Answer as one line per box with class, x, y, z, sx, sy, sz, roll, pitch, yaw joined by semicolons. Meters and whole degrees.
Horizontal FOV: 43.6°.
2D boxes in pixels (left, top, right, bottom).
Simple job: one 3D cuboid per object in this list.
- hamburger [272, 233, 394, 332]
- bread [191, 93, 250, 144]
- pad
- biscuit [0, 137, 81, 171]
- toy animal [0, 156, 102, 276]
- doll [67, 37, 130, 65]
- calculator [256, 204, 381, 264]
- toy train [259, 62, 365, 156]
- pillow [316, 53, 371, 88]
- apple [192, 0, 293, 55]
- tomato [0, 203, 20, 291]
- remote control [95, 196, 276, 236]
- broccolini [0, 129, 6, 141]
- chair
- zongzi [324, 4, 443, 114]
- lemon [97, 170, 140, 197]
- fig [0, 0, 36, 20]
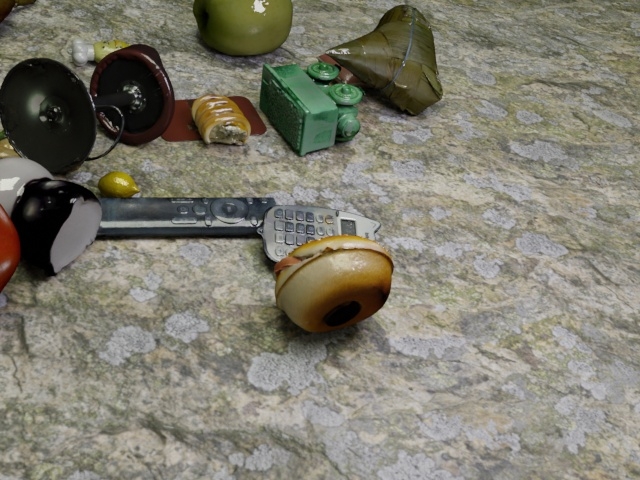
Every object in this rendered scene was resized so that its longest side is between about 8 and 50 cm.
hamburger;0.027;0.074;1.464;0.236;0.237;0.147;-7;60;-22
bread;-0.241;-0.289;1.910;0.119;0.084;0.177;-9;41;-25
pad;-0.279;-0.304;1.981;0.267;0.004;0.181;-9;45;-24
biscuit;-0.605;-0.178;1.707;0.183;0.061;0.118;2;40;-16
toy animal;-0.546;-0.058;1.501;0.235;0.165;0.187;21;37;13
doll;-0.571;-0.488;2.073;0.162;0.062;0.106;-6;39;-19
calculator;0.000;0.000;1.647;0.268;0.040;0.177;11;48;-14
toy train;-0.016;-0.340;1.985;0.201;0.145;0.266;-16;47;-25
pillow;0.102;-0.486;2.238;0.179;0.075;0.171;-11;48;-28
apple;-0.208;-0.638;2.223;0.279;0.279;0.279;7;40;-6
tomato;-0.649;0.010;1.327;0.298;0.299;0.226;11;-2;-3
remote control;-0.273;-0.051;1.658;0.377;0.044;0.107;-1;49;-15
broccolini;-0.694;-0.261;1.799;0.054;0.051;0.239;-20;34;32
chair;-0.463;-0.295;1.702;0.226;0.227;0.401;22;23;11
zongzi;0.147;-0.530;2.115;0.360;0.160;0.323;16;51;-31
lemon;-0.422;-0.113;1.674;0.092;0.065;0.065;11;40;5
fig;-0.865;-0.654;2.120;0.217;0.217;0.321;31;21;20
